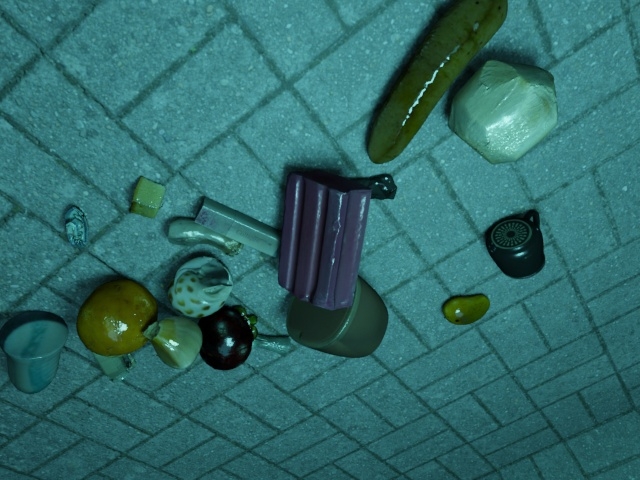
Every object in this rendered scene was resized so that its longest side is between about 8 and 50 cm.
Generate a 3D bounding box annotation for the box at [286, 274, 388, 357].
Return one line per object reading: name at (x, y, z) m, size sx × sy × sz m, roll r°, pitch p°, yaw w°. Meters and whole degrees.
box at (0.062, 0.244, 1.379) m, size 0.301 × 0.301 × 0.216 m, roll -40°, pitch 130°, yaw 18°

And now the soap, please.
soap at (0.000, 0.000, 1.186) m, size 0.128 × 0.233 × 0.359 m, roll -12°, pitch 118°, yaw -40°

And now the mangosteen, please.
mangosteen at (-0.314, 0.332, 1.438) m, size 0.216 × 0.216 × 0.216 m, roll -4°, pitch 124°, yaw -6°

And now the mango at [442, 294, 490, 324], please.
mango at (0.547, 0.261, 1.582) m, size 0.178 × 0.090 × 0.115 m, roll -6°, pitch 118°, yaw -13°

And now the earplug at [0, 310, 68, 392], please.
earplug at (-0.972, 0.407, 1.423) m, size 0.185 × 0.185 × 0.324 m, roll 18°, pitch 126°, yaw -19°

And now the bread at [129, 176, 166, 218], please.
bread at (-0.497, -0.116, 1.216) m, size 0.084 × 0.080 × 0.109 m, roll 21°, pitch 154°, yaw -21°

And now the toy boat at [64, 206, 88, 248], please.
toy boat at (-0.705, -0.035, 1.211) m, size 0.059 × 0.066 × 0.140 m, roll 9°, pitch 121°, yaw -10°

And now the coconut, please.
coconut at (0.472, -0.337, 1.077) m, size 0.245 × 0.245 × 0.247 m, roll 30°, pitch 114°, yaw -25°

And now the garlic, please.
garlic at (-0.453, 0.324, 1.310) m, size 0.164 × 0.145 × 0.244 m, roll 7°, pitch 142°, yaw -10°

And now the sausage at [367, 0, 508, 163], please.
sausage at (0.267, -0.404, 1.068) m, size 0.136 × 0.123 × 0.500 m, roll 6°, pitch 128°, yaw -47°

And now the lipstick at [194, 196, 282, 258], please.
lipstick at (-0.219, -0.029, 1.283) m, size 0.318 × 0.068 × 0.066 m, roll 25°, pitch 117°, yaw -22°

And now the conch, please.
conch at (-0.389, 0.153, 1.338) m, size 0.275 × 0.182 × 0.149 m, roll -7°, pitch 167°, yaw 10°

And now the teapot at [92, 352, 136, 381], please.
teapot at (-0.738, 0.411, 1.508) m, size 0.107 × 0.077 × 0.200 m, roll -21°, pitch 127°, yaw -18°

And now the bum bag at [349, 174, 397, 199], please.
bum bag at (0.137, -0.148, 1.265) m, size 0.198 × 0.049 × 0.087 m, roll -6°, pitch 129°, yaw -5°

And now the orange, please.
orange at (-0.627, 0.241, 1.309) m, size 0.240 × 0.240 × 0.239 m, roll -4°, pitch 124°, yaw -6°

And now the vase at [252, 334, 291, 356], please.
vase at (-0.192, 0.378, 1.553) m, size 0.149 × 0.081 × 0.081 m, roll 15°, pitch 120°, yaw -20°

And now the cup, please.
cup at (0.665, 0.010, 1.394) m, size 0.223 × 0.169 × 0.176 m, roll -49°, pitch 126°, yaw -12°

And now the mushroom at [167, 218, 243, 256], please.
mushroom at (-0.343, -0.009, 1.274) m, size 0.224 × 0.081 × 0.092 m, roll 11°, pitch 106°, yaw -18°
